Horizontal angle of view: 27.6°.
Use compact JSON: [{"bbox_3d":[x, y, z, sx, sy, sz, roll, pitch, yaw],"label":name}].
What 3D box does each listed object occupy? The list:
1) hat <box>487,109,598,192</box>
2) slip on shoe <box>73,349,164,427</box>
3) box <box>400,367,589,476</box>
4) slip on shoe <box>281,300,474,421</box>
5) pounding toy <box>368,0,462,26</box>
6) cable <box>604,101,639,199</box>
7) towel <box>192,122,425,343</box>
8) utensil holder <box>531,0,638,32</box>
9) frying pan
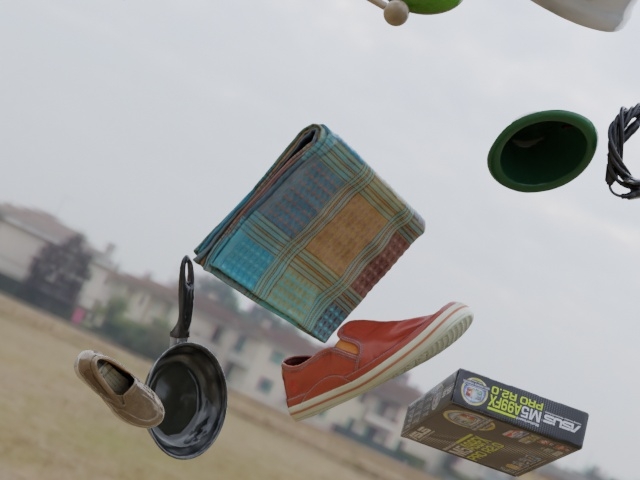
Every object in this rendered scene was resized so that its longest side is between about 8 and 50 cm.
[{"bbox_3d":[0.335,-0.193,2.080,0.173,0.183,0.208,4,-41,-12],"label":"hat"},{"bbox_3d":[-0.231,0.176,1.537,0.041,0.051,0.135,-8,-49,49],"label":"slip on shoe"},{"bbox_3d":[0.268,0.292,2.054,0.216,0.060,0.270,20,-23,-7],"label":"box"},{"bbox_3d":[0.068,0.153,1.809,0.331,0.101,0.123,-30,-9,35],"label":"slip on shoe"},{"bbox_3d":[0.192,-0.546,2.631,0.183,0.237,0.110,47,-28,29],"label":"pounding toy"},{"bbox_3d":[0.518,-0.144,2.048,0.184,0.150,0.047,-11,4,-27],"label":"cable"},{"bbox_3d":[0.000,0.000,1.969,0.040,0.271,0.370,44,3,37],"label":"towel"},{"bbox_3d":[0.481,-0.598,2.184,0.327,0.385,0.327,23,33,-16],"label":"utensil holder"},{"bbox_3d":[-0.249,0.210,2.177,0.053,0.326,0.197,-3,20,39],"label":"frying pan"}]
